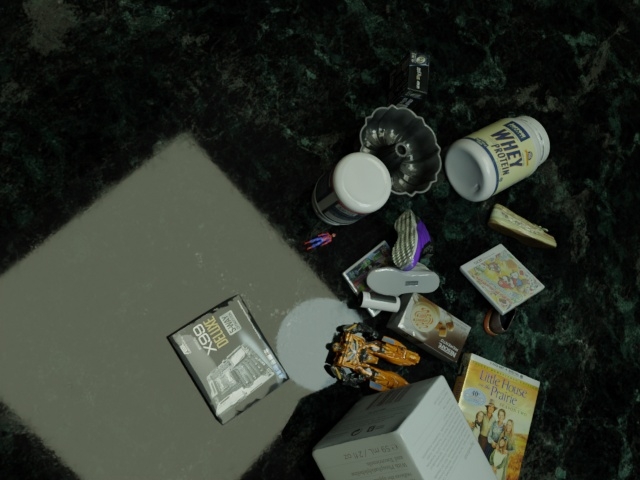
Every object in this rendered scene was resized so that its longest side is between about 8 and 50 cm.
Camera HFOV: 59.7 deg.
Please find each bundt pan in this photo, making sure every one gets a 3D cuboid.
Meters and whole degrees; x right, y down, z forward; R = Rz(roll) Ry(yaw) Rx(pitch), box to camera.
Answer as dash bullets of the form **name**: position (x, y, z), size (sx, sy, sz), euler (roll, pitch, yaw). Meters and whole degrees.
- **bundt pan**: position (0.252, -0.293, 1.945), size (0.330, 0.124, 0.331), euler (7, 73, -23)

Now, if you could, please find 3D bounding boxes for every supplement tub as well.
- **supplement tub**: position (0.642, -0.304, 2.031), size (0.324, 0.235, 0.235), euler (-27, 90, -21)
- **supplement tub**: position (0.091, -0.157, 1.795), size (0.191, 0.272, 0.191), euler (3, 79, -19)

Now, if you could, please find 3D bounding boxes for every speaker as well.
- **speaker**: position (0.192, 0.204, 1.857), size (0.136, 0.055, 0.055), euler (11, 77, -16)

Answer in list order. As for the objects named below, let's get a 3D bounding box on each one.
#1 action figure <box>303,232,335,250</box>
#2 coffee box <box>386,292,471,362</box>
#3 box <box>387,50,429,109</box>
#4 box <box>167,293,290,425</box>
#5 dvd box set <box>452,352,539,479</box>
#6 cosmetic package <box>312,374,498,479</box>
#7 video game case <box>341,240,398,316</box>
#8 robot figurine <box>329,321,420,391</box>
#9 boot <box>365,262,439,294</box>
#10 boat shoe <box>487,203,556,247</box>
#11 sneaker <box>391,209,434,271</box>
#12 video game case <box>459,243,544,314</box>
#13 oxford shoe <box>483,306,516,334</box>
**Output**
- **action figure**: position (0.000, 0.000, 1.867), size (0.115, 0.030, 0.038), euler (-22, 83, -23)
- **coffee box**: position (0.368, 0.296, 1.900), size (0.246, 0.098, 0.141), euler (33, 72, -10)
- **box**: position (0.311, -0.562, 1.994), size (0.077, 0.180, 0.148), euler (9, 77, -16)
- **box**: position (-0.275, 0.354, 1.681), size (0.242, 0.076, 0.308), euler (-31, 91, -21)
- **dvd box set**: position (0.579, 0.640, 1.930), size (0.307, 0.062, 0.421), euler (25, 73, -14)
- **cosmetic package**: position (0.256, 0.666, 1.614), size (0.327, 0.329, 0.394), euler (-27, 88, -54)
- **video game case**: position (0.198, 0.130, 1.914), size (0.201, 0.023, 0.183), euler (-36, 93, -20)
- **robot figurine**: position (0.172, 0.389, 1.823), size (0.291, 0.085, 0.211), euler (22, 73, -14)
- **boot**: position (0.259, 0.119, 1.866), size (0.258, 0.123, 0.095), euler (6, 107, -16)
- **boat shoe**: position (0.767, -0.048, 2.097), size (0.285, 0.104, 0.089), euler (23, 76, -13)
- **sneaker**: position (0.328, 0.020, 1.879), size (0.146, 0.102, 0.293), euler (40, 33, -18)
- **video game case**: position (0.651, 0.135, 2.008), size (0.206, 0.026, 0.227), euler (-26, 59, -21)
- **oxford shoe**: position (0.681, 0.216, 2.022), size (0.096, 0.098, 0.271), euler (24, 73, -13)
